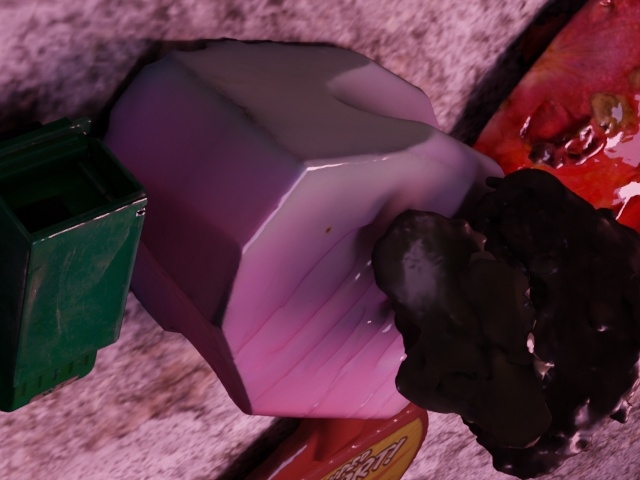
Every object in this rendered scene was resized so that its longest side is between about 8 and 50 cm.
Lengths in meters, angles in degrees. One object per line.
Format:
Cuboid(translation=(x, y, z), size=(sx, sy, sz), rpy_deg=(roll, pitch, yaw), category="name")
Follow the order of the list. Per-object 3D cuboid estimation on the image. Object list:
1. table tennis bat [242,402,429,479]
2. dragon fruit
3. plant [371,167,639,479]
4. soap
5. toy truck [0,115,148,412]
Cuboid(translation=(-0.007, 0.197, 1.093), size=(0.268, 0.051, 0.415), rpy_deg=(-28, 153, -30), category="table tennis bat")
Cuboid(translation=(0.203, -0.083, 0.876), size=(0.274, 0.126, 0.161), rpy_deg=(-44, 155, -1), category="dragon fruit")
Cuboid(translation=(0.109, 0.041, 0.684), size=(0.131, 0.142, 0.203), rpy_deg=(-48, 165, 23), category="plant")
Cuboid(translation=(0.000, 0.000, 0.730), size=(0.193, 0.109, 0.324), rpy_deg=(-50, 153, 11), category="soap")
Cuboid(translation=(-0.132, 0.014, 0.593), size=(0.065, 0.079, 0.147), rpy_deg=(-24, 150, -36), category="toy truck")
